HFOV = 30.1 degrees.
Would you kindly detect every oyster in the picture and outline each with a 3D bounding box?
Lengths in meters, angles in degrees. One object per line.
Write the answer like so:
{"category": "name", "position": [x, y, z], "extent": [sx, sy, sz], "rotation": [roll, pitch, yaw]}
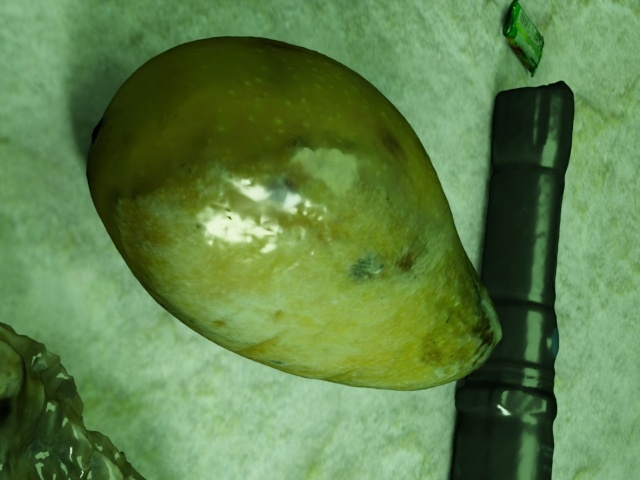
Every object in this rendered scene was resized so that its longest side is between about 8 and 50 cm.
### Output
{"category": "oyster", "position": [-0.137, 0.144, 0.625], "extent": [0.129, 0.078, 0.345], "rotation": [-53, 137, -14]}

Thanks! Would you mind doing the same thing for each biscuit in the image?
{"category": "biscuit", "position": [0.207, -0.208, 1.213], "extent": [0.089, 0.016, 0.046], "rotation": [38, 62, -50]}

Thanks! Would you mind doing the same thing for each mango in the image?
{"category": "mango", "position": [-0.007, -0.003, 0.754], "extent": [0.176, 0.176, 0.329], "rotation": [-64, 145, -13]}

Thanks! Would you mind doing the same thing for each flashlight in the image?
{"category": "flashlight", "position": [0.191, 0.055, 1.132], "extent": [0.103, 0.103, 0.424], "rotation": [24, 71, -55]}
